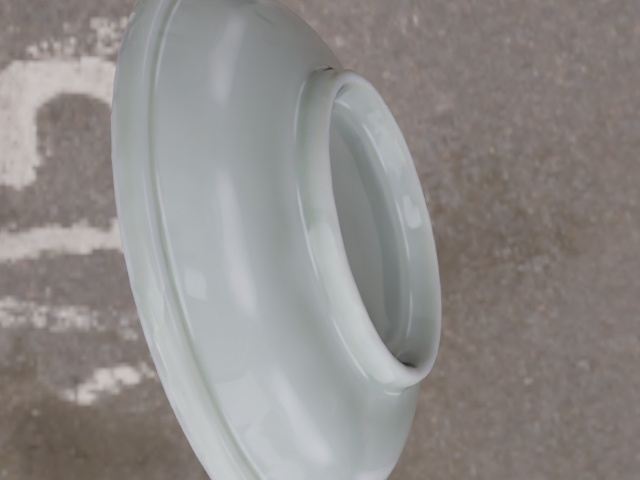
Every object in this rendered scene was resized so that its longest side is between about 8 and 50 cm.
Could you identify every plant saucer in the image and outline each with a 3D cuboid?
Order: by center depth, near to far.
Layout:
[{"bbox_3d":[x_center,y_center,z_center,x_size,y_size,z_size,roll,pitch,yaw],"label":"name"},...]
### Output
[{"bbox_3d":[0.000,0.000,1.043,0.100,0.400,0.400,-13,141,20],"label":"plant saucer"}]
